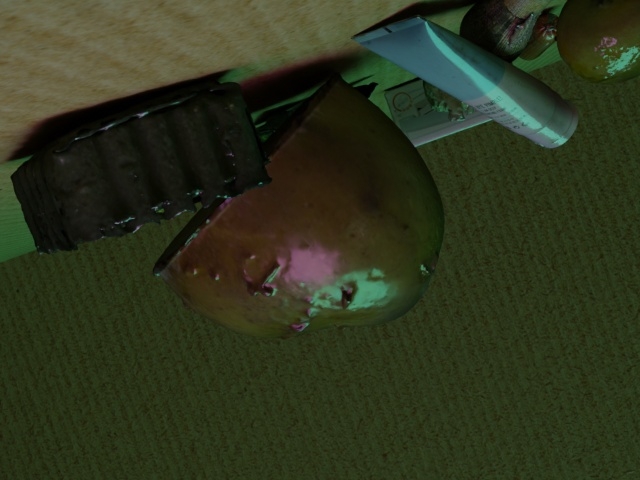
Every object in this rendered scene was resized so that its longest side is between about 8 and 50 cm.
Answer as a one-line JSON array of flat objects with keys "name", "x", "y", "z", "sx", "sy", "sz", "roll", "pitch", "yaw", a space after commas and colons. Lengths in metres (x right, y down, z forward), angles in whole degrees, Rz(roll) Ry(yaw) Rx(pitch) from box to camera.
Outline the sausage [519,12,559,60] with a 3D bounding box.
[{"name": "sausage", "x": 0.380, "y": -0.355, "z": 1.747, "sx": 0.053, "sy": 0.053, "sz": 0.348, "roll": -19, "pitch": -178, "yaw": 7}]

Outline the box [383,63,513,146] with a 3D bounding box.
[{"name": "box", "x": 0.277, "y": -0.293, "z": 2.055, "sx": 0.269, "sy": 0.135, "sz": 0.079, "roll": -18, "pitch": -174, "yaw": 15}]

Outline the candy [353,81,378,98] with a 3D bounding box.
[{"name": "candy", "x": 0.008, "y": -0.199, "z": 1.765, "sx": 0.145, "sy": 0.070, "sz": 0.275, "roll": -54, "pitch": -164, "yaw": -16}]

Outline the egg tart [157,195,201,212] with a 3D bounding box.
[{"name": "egg tart", "x": -0.255, "y": -0.095, "z": 1.617, "sx": 0.291, "sy": 0.107, "sz": 0.291, "roll": -20, "pitch": -177, "yaw": 1}]

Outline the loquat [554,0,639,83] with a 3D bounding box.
[{"name": "loquat", "x": 0.426, "y": -0.308, "z": 1.416, "sx": 0.172, "sy": 0.149, "sz": 0.204, "roll": -16, "pitch": 169, "yaw": -29}]

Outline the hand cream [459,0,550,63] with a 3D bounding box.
[{"name": "hand cream", "x": 0.223, "y": -0.263, "z": 1.134, "sx": 0.084, "sy": 0.084, "sz": 0.203, "roll": -20, "pitch": 176, "yaw": -9}]

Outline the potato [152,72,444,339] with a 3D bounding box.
[{"name": "potato", "x": 0.000, "y": 0.000, "z": 1.403, "sx": 0.385, "sy": 0.319, "sz": 0.442, "roll": -49, "pitch": -175, "yaw": 0}]

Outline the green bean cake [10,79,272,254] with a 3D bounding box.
[{"name": "green bean cake", "x": -0.206, "y": -0.077, "z": 1.113, "sx": 0.241, "sy": 0.132, "sz": 0.255, "roll": -25, "pitch": -171, "yaw": -24}]

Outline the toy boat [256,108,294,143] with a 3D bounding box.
[{"name": "toy boat", "x": -0.077, "y": -0.190, "z": 1.723, "sx": 0.084, "sy": 0.066, "sz": 0.210, "roll": -24, "pitch": -167, "yaw": -19}]

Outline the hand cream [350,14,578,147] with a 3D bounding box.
[{"name": "hand cream", "x": 0.184, "y": -0.196, "z": 1.190, "sx": 0.312, "sy": 0.070, "sz": 0.111, "roll": 23, "pitch": 164, "yaw": -37}]

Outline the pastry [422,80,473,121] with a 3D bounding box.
[{"name": "pastry", "x": 0.212, "y": -0.266, "z": 1.618, "sx": 0.089, "sy": 0.121, "sz": 0.258, "roll": 6, "pitch": -167, "yaw": 6}]
